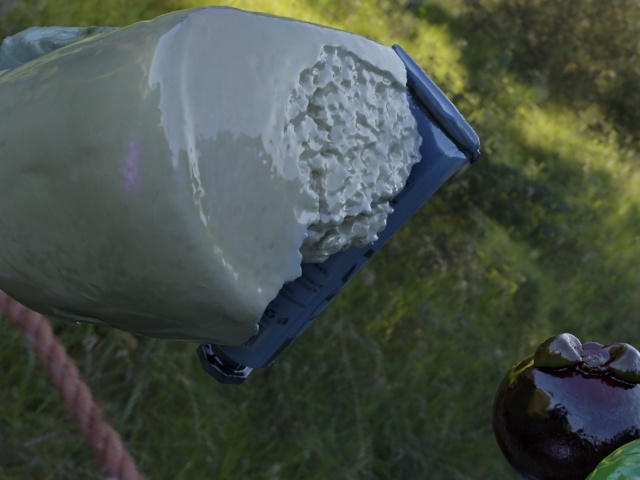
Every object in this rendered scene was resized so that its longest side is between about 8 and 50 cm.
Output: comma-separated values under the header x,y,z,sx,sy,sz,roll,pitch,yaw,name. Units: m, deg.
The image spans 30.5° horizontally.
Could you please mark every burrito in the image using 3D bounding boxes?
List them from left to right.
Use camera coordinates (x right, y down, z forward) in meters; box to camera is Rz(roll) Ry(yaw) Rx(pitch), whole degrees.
x,y,z,sx,sy,sz,roll,pitch,yaw,name
-0.148,-0.132,0.978,0.229,0.089,0.144,8,-1,39,burrito

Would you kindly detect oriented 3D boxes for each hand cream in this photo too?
x,y,z,sx,sy,sz,roll,pitch,yaw,name
0.000,0.000,0.732,0.055,0.256,0.088,-3,50,-45,hand cream

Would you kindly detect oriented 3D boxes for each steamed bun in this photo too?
x,y,z,sx,sy,sz,roll,pitch,yaw,name
-0.085,-0.026,0.650,0.200,0.225,0.170,-7,91,-51,steamed bun

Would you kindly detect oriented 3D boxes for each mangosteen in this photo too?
x,y,z,sx,sy,sz,roll,pitch,yaw,name
0.226,0.148,1.040,0.152,0.152,0.152,39,15,-12,mangosteen

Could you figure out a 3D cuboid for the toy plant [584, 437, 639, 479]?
x,y,z,sx,sy,sz,roll,pitch,yaw,name
0.158,0.294,0.535,0.317,0.211,0.356,-21,52,-27,toy plant
